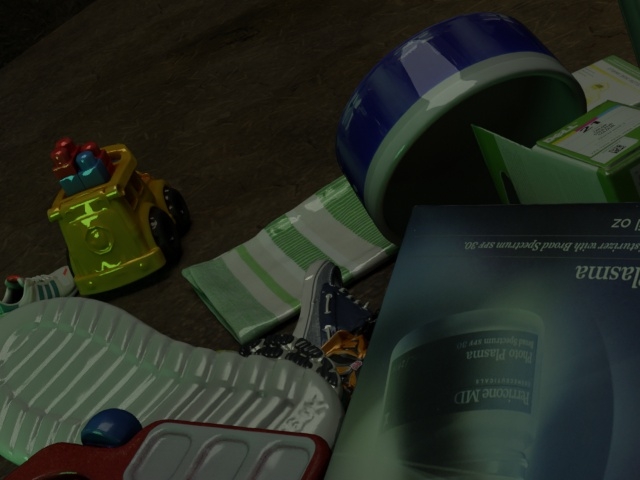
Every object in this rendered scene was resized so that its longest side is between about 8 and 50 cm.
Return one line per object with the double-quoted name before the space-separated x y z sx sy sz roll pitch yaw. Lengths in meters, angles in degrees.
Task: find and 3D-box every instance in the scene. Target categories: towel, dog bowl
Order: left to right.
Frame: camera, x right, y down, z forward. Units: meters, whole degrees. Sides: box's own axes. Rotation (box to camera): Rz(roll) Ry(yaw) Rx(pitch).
"towel" 0.000 0.000 1.656 0.324 0.038 0.248 -30 25 -11
"dog bowl" 0.153 -0.115 1.450 0.265 0.265 0.104 -28 56 -7

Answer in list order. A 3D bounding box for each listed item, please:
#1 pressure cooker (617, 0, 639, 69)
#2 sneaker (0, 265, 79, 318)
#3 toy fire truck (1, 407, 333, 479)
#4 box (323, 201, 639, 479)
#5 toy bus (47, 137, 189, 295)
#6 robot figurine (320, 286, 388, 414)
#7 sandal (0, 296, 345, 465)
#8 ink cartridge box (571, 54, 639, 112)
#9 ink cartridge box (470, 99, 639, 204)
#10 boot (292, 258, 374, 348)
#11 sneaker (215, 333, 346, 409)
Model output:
"pressure cooker" 0.468 -0.263 1.270 0.369 0.420 0.375 -5 30 39
"sneaker" -0.396 0.069 1.849 0.057 0.075 0.161 -7 30 35
"toy fire truck" -0.156 0.233 0.965 0.302 0.169 0.254 0 41 35
"box" 0.177 0.139 0.886 0.296 0.182 0.294 -1 63 44
"toy bus" -0.298 -0.061 1.858 0.149 0.211 0.220 -21 23 14
"robot figurine" 0.110 0.095 1.269 0.291 0.085 0.211 -36 35 -17
"sandal" -0.156 0.161 1.166 0.416 0.102 0.169 12 57 36
"ink cartridge box" 0.299 -0.140 1.636 0.235 0.056 0.171 -24 24 -3
"ink cartridge box" 0.269 -0.036 1.278 0.097 0.189 0.255 -31 24 -12
"boot" 0.025 0.084 1.437 0.086 0.069 0.190 -10 35 16
"sneaker" -0.062 0.161 1.264 0.275 0.110 0.107 -10 34 52
